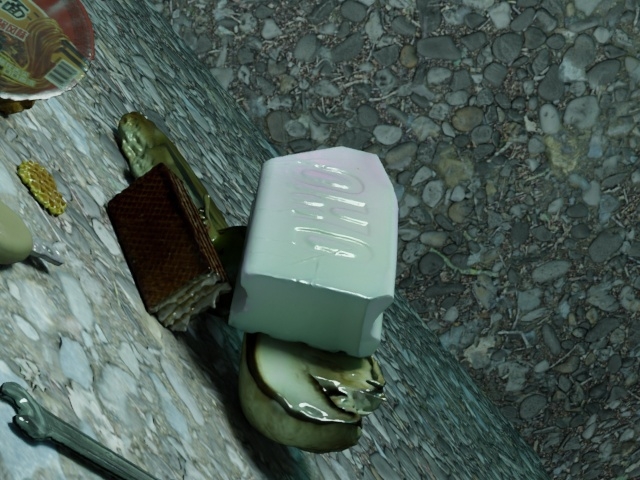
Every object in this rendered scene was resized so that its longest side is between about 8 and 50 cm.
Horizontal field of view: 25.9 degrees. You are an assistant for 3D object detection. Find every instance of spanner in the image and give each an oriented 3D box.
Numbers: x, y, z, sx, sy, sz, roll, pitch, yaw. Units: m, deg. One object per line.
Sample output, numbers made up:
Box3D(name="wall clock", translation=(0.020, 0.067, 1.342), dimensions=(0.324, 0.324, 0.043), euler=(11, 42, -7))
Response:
Box3D(name="spanner", translation=(-0.213, 0.216, 1.381), dimensions=(0.302, 0.017, 0.071), euler=(43, 10, -46))

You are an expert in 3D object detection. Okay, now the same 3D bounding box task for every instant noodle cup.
Box3D(name="instant noodle cup", translation=(-0.422, -0.259, 1.741), dimensions=(0.274, 0.091, 0.274), euler=(20, 48, -24))

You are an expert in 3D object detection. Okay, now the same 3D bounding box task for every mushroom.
Box3D(name="mushroom", translation=(-0.028, 0.203, 1.907), dimensions=(0.189, 0.164, 0.267), euler=(1, 39, -18))

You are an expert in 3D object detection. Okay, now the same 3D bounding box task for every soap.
Box3D(name="soap", translation=(0.000, 0.000, 1.950), dimensions=(0.208, 0.115, 0.347), euler=(14, 36, -5))

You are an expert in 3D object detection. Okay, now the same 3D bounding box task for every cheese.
Box3D(name="cheese", translation=(-0.337, -0.004, 1.528), dimensions=(0.097, 0.037, 0.192), euler=(58, 11, 24))

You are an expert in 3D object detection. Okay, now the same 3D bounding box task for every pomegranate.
Box3D(name="pomegranate", translation=(-0.145, 0.035, 2.041), dimensions=(0.169, 0.148, 0.148), euler=(33, 18, -29))

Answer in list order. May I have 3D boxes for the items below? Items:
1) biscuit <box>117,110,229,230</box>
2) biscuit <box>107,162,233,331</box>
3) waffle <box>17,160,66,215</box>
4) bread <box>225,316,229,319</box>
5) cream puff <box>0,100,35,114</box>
Box3D(name="biscuit", translation=(-0.232, -0.078, 2.251), dimensions=(0.335, 0.078, 0.329), euler=(57, 5, 10))
Box3D(name="biscuit", translation=(-0.208, 0.010, 1.919), dimensions=(0.070, 0.106, 0.252), euler=(45, 13, -47))
Box3D(name="waffle", translation=(-0.352, -0.067, 1.771), dimensions=(0.085, 0.016, 0.078), euler=(54, 13, 12))
Box3D(name="bread", translation=(-0.142, 0.088, 2.154), dimensions=(0.081, 0.046, 0.083), euler=(39, 17, -47))
Box3D(name="cream puff", translation=(-0.409, -0.228, 1.858), dimensions=(0.116, 0.094, 0.122), euler=(58, 6, 18))
